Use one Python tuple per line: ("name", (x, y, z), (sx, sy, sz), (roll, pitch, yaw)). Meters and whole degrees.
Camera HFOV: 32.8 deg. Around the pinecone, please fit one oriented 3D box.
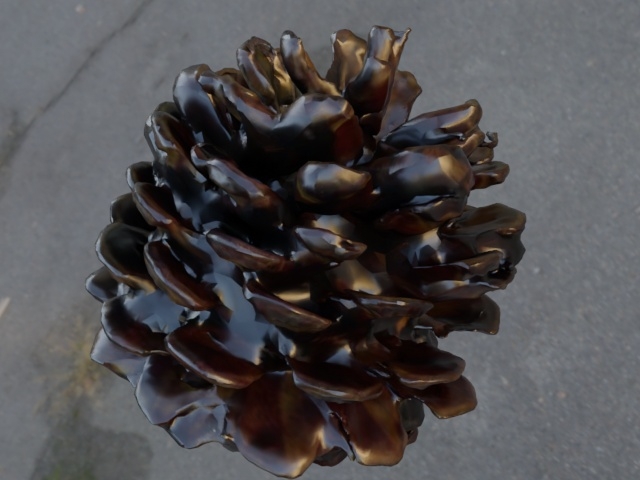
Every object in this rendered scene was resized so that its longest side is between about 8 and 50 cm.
("pinecone", (0.002, -0.002, 0.738), (0.242, 0.298, 0.296), (-147, 67, -72))
